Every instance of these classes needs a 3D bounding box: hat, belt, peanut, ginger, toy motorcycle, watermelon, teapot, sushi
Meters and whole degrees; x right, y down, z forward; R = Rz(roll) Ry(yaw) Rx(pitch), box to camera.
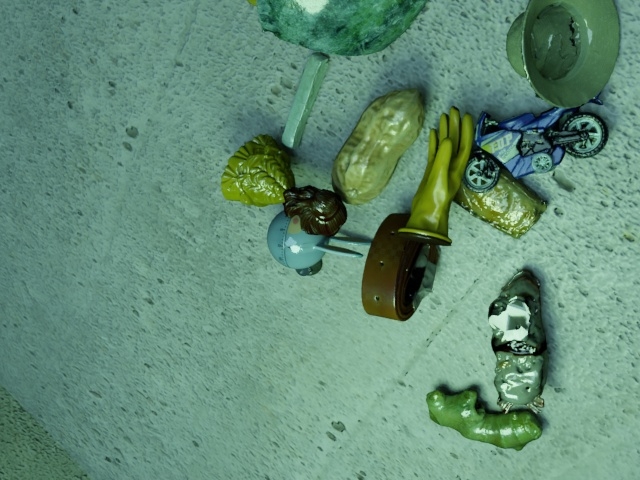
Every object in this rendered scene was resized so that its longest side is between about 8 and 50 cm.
[{"bbox_3d":[0.435,-0.379,1.337,0.130,0.257,0.257,18,124,60],"label":"hat"},{"bbox_3d":[0.187,0.060,1.605,0.105,0.261,0.184,5,144,32],"label":"belt"},{"bbox_3d":[0.127,-0.213,1.576,0.140,0.153,0.325,37,130,5],"label":"peanut"},{"bbox_3d":[0.399,0.443,1.740,0.290,0.089,0.137,21,111,21],"label":"ginger"},{"bbox_3d":[0.427,-0.214,1.437,0.315,0.113,0.168,-19,88,24],"label":"toy motorcycle"},{"bbox_3d":[0.044,-0.542,1.459,0.228,0.387,0.258,109,153,-53],"label":"watermelon"},{"bbox_3d":[-0.044,0.061,1.838,0.088,0.057,0.066,25,119,17],"label":"teapot"},{"bbox_3d":[0.452,0.236,1.597,0.124,0.130,0.332,-1,109,29],"label":"sushi"}]

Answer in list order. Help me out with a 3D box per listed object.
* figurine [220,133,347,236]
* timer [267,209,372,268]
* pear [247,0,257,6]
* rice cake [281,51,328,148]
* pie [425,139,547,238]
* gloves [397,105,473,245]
[{"bbox_3d":[-0.067,-0.106,1.658,0.315,0.187,0.168,34,140,32],"label":"figurine"},{"bbox_3d":[-0.013,-0.017,1.733,0.255,0.175,0.175,-14,103,27],"label":"timer"},{"bbox_3d":[-0.108,-0.587,1.549,0.162,0.149,0.148,13,116,16],"label":"pear"},{"bbox_3d":[-0.038,-0.334,1.680,0.045,0.042,0.245,39,125,24],"label":"rice cake"},{"bbox_3d":[0.355,-0.117,1.543,0.282,0.068,0.128,38,122,15],"label":"pie"},{"bbox_3d":[0.250,-0.142,1.487,0.133,0.116,0.294,7,83,53],"label":"gloves"}]
